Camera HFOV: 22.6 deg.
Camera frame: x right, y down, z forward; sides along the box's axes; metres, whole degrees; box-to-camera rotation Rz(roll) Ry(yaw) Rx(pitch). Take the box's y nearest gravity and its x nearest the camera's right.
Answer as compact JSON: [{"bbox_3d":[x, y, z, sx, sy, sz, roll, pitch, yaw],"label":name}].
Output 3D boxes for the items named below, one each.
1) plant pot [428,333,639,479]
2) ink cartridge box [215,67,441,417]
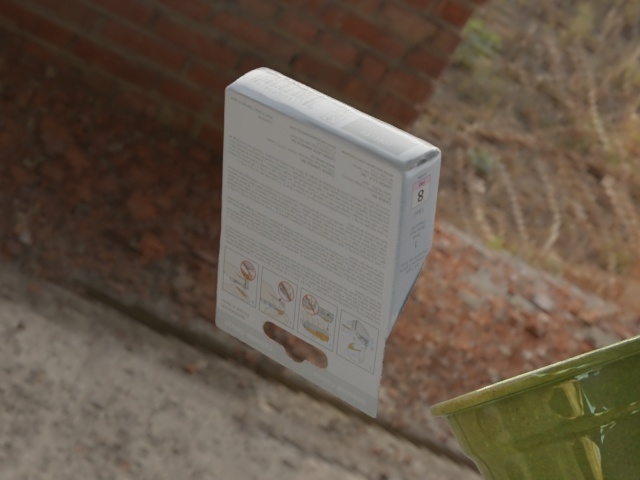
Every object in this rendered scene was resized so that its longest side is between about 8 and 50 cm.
[{"bbox_3d":[0.269,0.224,1.435,0.276,0.276,0.254,-12,81,-51],"label":"plant pot"},{"bbox_3d":[0.000,0.000,1.288,0.189,0.232,0.066,28,42,33],"label":"ink cartridge box"}]
